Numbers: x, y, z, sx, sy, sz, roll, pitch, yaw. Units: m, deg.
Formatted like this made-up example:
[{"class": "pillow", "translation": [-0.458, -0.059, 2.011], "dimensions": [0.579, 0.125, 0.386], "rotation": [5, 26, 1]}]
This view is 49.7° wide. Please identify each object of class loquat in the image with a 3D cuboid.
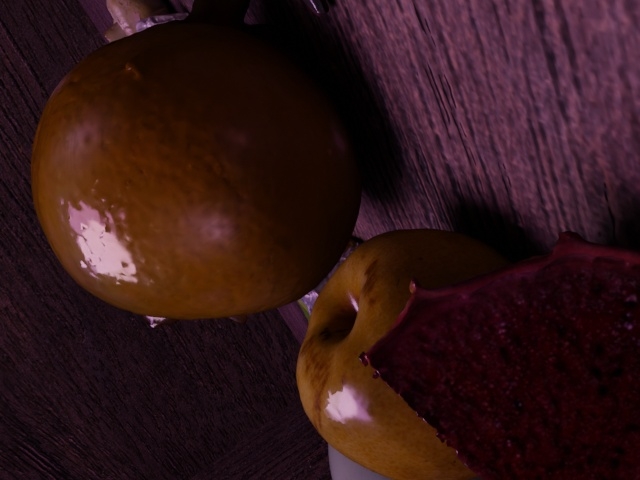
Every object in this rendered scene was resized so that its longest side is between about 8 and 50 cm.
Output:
[{"class": "loquat", "translation": [-0.115, -0.086, 0.693], "dimensions": [0.328, 0.328, 0.360], "rotation": [-151, 68, -68]}]

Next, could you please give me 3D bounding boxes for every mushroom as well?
[{"class": "mushroom", "translation": [-0.298, -0.354, 1.146], "dimensions": [0.148, 0.112, 0.148], "rotation": [50, 177, 3]}]

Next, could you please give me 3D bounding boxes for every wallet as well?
[{"class": "wallet", "translation": [-0.231, -0.293, 1.104], "dimensions": [0.190, 0.095, 0.033], "rotation": [77, -177, -69]}]

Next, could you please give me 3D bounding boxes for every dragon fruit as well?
[{"class": "dragon fruit", "translation": [0.170, 0.093, 0.400], "dimensions": [0.274, 0.161, 0.126], "rotation": [41, -175, 5]}]

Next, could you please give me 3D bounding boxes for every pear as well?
[{"class": "pear", "translation": [0.093, 0.096, 0.564], "dimensions": [0.209, 0.208, 0.209], "rotation": [52, 170, 14]}]

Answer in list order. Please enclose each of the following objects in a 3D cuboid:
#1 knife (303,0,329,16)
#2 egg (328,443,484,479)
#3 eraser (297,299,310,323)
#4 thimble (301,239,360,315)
[{"class": "knife", "translation": [-0.065, -0.284, 0.554], "dimensions": [0.247, 0.018, 0.035], "rotation": [56, 173, 0]}, {"class": "egg", "translation": [0.135, 0.311, 0.913], "dimensions": [0.230, 0.229, 0.371], "rotation": [62, 179, -36]}, {"class": "eraser", "translation": [0.084, 0.214, 1.294], "dimensions": [0.274, 0.092, 0.210], "rotation": [41, 164, 50]}, {"class": "thimble", "translation": [0.040, 0.083, 0.987], "dimensions": [0.151, 0.117, 0.127], "rotation": [56, 172, -8]}]
